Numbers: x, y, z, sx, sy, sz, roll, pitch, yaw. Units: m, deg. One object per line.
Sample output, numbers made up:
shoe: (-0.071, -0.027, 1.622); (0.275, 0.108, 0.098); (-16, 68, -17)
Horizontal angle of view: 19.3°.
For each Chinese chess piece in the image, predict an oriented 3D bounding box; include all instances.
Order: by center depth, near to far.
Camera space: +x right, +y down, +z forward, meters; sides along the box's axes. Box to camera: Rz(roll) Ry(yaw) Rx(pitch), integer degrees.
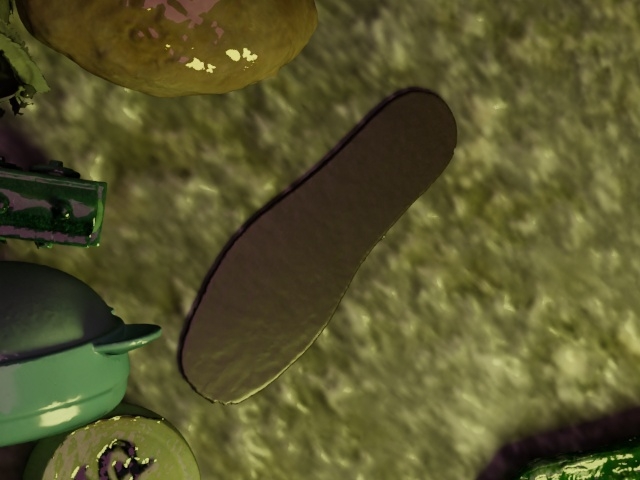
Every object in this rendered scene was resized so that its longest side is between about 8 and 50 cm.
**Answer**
Chinese chess piece: (-0.163, 0.198, 1.469); (0.144, 0.058, 0.144); (-1, 93, -24)

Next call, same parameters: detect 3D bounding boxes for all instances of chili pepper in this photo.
chili pepper: (0.247, 0.213, 1.655); (0.227, 0.059, 0.088); (-9, 101, -21)

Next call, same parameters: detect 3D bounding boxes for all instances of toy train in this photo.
toy train: (-0.237, -0.029, 1.396); (0.170, 0.111, 0.071); (7, 93, -23)

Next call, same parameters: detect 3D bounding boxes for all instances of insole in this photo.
insole: (0.000, 0.000, 1.558); (0.328, 0.007, 0.111); (-48, 111, -14)

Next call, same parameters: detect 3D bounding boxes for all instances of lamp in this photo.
lamp: (-0.266, 0.098, 1.335); (0.284, 0.209, 0.147); (-31, 103, -17)

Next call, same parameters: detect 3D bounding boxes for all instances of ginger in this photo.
ginger: (-0.127, -0.186, 1.424); (0.267, 0.152, 0.138); (18, 115, -29)

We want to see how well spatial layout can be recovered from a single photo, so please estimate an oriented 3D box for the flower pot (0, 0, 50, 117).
flower pot: (-0.301, -0.246, 1.290); (0.290, 0.290, 0.259); (20, 71, -24)
